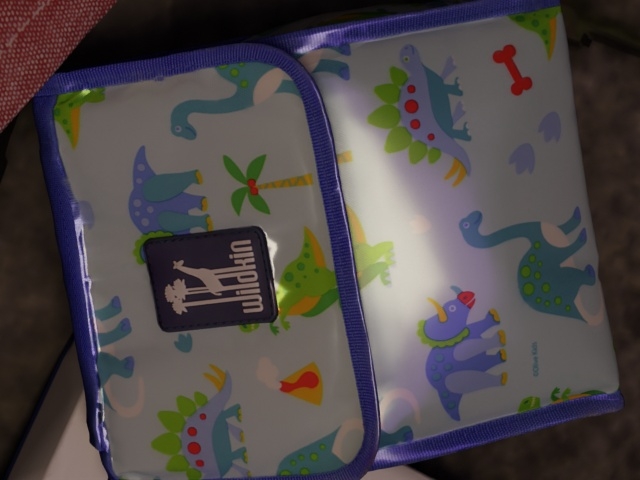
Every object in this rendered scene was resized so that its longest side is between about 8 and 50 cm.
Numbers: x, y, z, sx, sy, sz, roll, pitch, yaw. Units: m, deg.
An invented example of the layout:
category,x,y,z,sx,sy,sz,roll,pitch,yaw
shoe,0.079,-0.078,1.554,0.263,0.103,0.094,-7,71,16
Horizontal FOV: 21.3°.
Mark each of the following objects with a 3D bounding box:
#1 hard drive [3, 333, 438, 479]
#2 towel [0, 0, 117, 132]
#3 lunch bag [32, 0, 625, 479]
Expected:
category,x,y,z,sx,sy,sz,roll,pitch,yaw
hard drive,0.018,0.188,0.566,0.319,0.040,0.210,29,77,-23
towel,-0.157,-0.125,0.339,0.237,0.037,0.329,-51,139,-21
lunch bag,0.000,0.000,0.493,0.151,0.096,0.128,-11,98,-12
